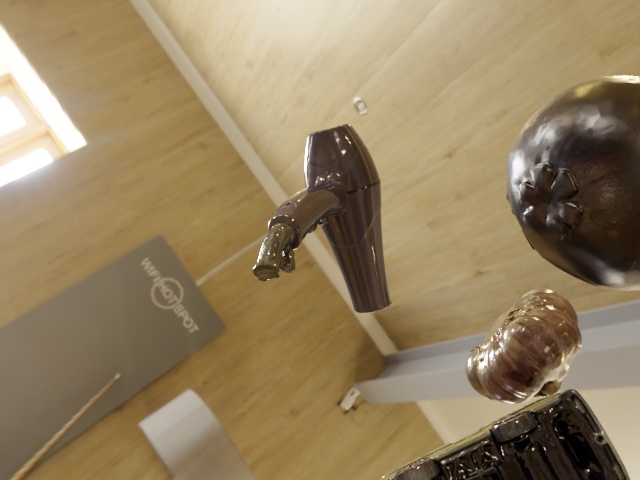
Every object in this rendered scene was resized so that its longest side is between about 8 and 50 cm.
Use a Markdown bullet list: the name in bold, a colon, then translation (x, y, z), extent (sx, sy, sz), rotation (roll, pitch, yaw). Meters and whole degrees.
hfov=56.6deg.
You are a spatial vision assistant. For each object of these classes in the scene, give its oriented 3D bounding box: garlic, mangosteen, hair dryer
- **garlic**: translation (0.381, 0.206, 1.083), extent (0.160, 0.245, 0.245), rotation (42, -30, 15)
- **mangosteen**: translation (0.281, -0.052, 0.539), extent (0.194, 0.230, 0.194), rotation (19, -67, 51)
- **hair dryer**: translation (0.000, 0.000, 0.846), extent (0.121, 0.361, 0.301), rotation (-9, -79, 27)

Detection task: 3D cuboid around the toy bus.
- **toy bus**: translation (0.234, 0.332, 0.815), extent (0.143, 0.305, 0.179), rotation (63, -1, 18)
